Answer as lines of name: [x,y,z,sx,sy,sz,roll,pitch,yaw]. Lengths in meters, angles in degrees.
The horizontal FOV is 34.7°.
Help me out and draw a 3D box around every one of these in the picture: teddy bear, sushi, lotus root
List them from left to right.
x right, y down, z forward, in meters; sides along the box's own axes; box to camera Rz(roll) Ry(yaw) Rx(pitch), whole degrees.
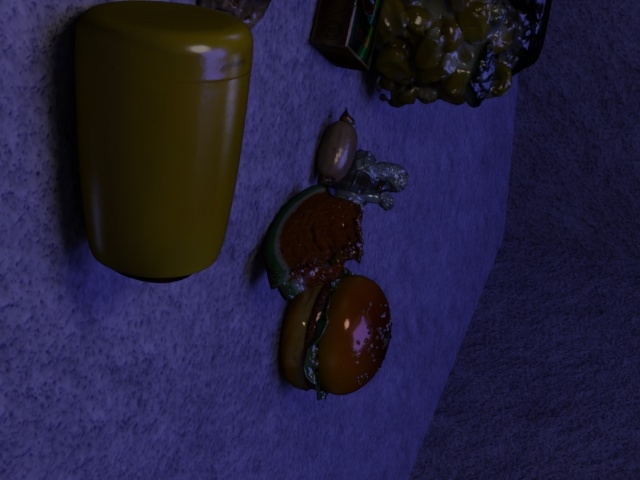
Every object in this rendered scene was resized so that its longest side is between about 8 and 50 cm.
lotus root: [0.032,-0.159,1.792,0.073,0.062,0.150,51,54,-63]
teddy bear: [0.067,-0.091,1.844,0.213,0.133,0.111,-53,150,-28]
sushi: [0.256,-0.395,1.934,0.285,0.329,0.328,-65,163,-52]

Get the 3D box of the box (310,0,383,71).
box: [0.058,-0.418,1.708,0.159,0.071,0.240,17,85,-75]

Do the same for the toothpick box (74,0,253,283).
toothpick box: [-0.165,-0.097,1.054,0.175,0.175,0.271,-44,145,-61]

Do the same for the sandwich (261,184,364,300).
sandwich: [-0.007,0.000,1.643,0.235,0.159,0.079,-89,172,-53]

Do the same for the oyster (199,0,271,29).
oyster: [-0.081,-0.387,1.234,0.166,0.110,0.341,-7,108,-71]

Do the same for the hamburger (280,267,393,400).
hamburger: [0.038,0.172,1.840,0.246,0.170,0.246,8,90,-73]
